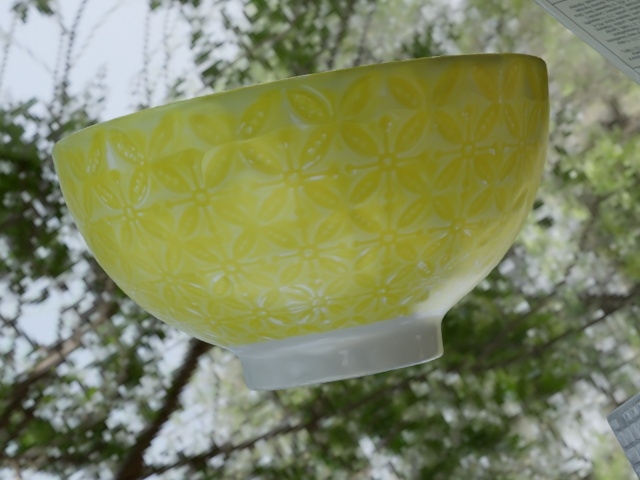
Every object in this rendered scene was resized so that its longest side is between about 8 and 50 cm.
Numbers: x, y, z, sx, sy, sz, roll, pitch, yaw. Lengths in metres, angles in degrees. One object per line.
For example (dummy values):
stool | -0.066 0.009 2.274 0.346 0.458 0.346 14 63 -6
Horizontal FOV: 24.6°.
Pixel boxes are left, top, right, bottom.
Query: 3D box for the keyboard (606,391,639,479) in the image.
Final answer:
keyboard | 0.200 0.090 0.726 0.256 0.014 0.072 112 139 -69

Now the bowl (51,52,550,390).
bowl | 0.000 0.000 0.843 0.289 0.289 0.156 -3 -96 -74

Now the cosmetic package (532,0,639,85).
cosmetic package | 0.303 -0.154 1.019 0.309 0.113 0.160 32 159 -26
